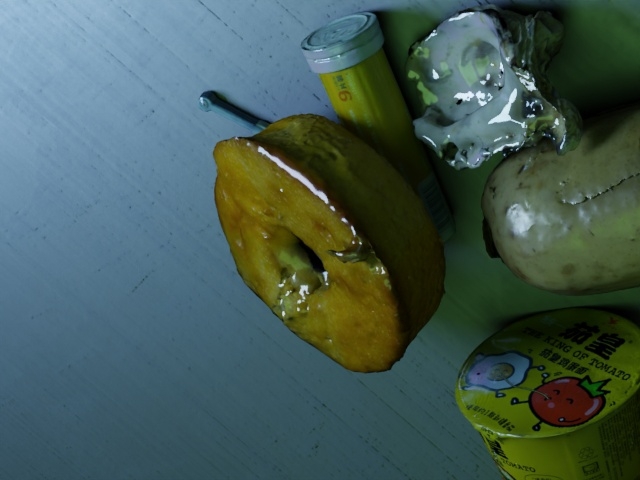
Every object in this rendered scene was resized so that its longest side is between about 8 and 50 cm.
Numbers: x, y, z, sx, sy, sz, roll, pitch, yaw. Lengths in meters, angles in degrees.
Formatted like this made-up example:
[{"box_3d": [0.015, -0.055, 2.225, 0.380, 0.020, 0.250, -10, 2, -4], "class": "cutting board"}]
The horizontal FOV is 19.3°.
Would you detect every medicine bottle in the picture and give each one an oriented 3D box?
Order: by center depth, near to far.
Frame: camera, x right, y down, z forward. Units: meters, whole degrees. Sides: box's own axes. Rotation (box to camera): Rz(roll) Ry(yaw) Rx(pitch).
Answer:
[{"box_3d": [0.056, -0.093, 1.693, 0.074, 0.074, 0.218, -14, 114, 24], "class": "medicine bottle"}]

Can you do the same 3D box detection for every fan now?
[{"box_3d": [-0.028, -0.087, 1.755, 0.193, 0.016, 0.038, 27, 125, 1], "class": "fan"}]

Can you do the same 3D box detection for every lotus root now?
[{"box_3d": [0.273, -0.041, 1.600, 0.284, 0.160, 0.146, -21, 148, 28], "class": "lotus root"}]

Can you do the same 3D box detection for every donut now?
[{"box_3d": [0.002, 0.001, 1.689, 0.253, 0.118, 0.253, 34, 148, 24], "class": "donut"}]

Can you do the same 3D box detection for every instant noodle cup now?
[{"box_3d": [0.229, 0.173, 1.731, 0.182, 0.182, 0.144, -6, 123, 21], "class": "instant noodle cup"}]

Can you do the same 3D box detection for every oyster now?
[{"box_3d": [0.158, -0.123, 1.620, 0.081, 0.191, 0.163, 8, 124, -39], "class": "oyster"}]
